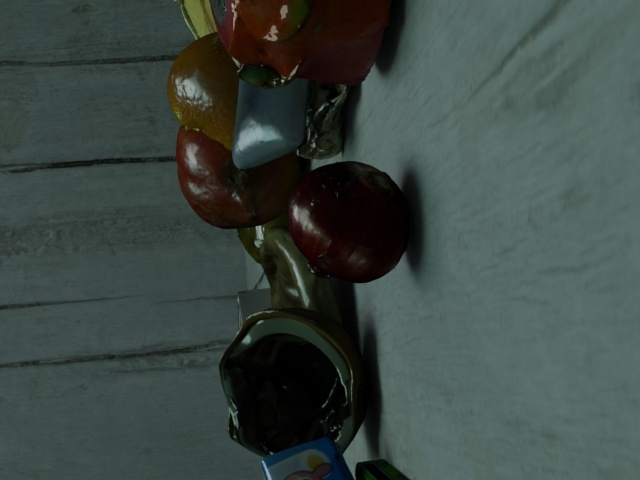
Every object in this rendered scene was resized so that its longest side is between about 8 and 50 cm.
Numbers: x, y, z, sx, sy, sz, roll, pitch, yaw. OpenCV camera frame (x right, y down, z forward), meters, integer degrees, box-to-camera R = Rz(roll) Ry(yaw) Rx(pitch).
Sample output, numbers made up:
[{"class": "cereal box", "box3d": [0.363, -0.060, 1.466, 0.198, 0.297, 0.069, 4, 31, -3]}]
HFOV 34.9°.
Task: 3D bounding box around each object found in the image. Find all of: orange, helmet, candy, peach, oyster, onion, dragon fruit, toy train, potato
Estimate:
[{"class": "orange", "box3d": [-0.129, -0.242, 1.597, 0.179, 0.237, 0.158, -49, -23, -25]}, {"class": "helmet", "box3d": [-0.021, 0.180, 1.308, 0.130, 0.198, 0.224, -30, -52, -64]}, {"class": "candy", "box3d": [0.014, 0.406, 1.216, 0.157, 0.100, 0.306, -121, 20, -58]}, {"class": "peach", "box3d": [-0.140, -0.119, 1.761, 0.257, 0.232, 0.232, -98, 8, -47]}, {"class": "oyster", "box3d": [0.018, -0.176, 1.293, 0.200, 0.061, 0.106, 141, 135, -74]}, {"class": "onion", "box3d": [0.027, -0.017, 0.996, 0.131, 0.131, 0.131, 176, 90, -82]}, {"class": "candy", "box3d": [-0.062, -0.186, 1.328, 0.138, 0.071, 0.174, -17, 62, 50]}, {"class": "dragon fruit", "box3d": [-0.033, -0.290, 1.037, 0.290, 0.189, 0.291, 176, 90, -83]}, {"class": "toy train", "box3d": [0.072, 0.281, 1.123, 0.209, 0.042, 0.044, 155, 110, -82]}, {"class": "potato", "box3d": [-0.116, -0.036, 2.036, 0.251, 0.113, 0.149, -105, 17, -60]}]

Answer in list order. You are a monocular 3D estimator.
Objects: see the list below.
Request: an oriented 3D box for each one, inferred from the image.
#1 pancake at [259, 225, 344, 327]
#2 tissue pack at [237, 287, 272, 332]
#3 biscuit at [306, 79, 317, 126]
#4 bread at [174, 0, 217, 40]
[{"class": "pancake", "box3d": [-0.021, 0.117, 1.473, 0.294, 0.049, 0.295, 160, 90, -75]}, {"class": "tissue pack", "box3d": [-0.073, 0.212, 1.788, 0.246, 0.135, 0.159, 95, 167, -48]}, {"class": "biscuit", "box3d": [-0.046, -0.307, 1.443, 0.186, 0.079, 0.309, -18, 76, 61]}, {"class": "bread", "box3d": [-0.175, -0.392, 1.783, 0.263, 0.198, 0.236, 105, 174, -60]}]
